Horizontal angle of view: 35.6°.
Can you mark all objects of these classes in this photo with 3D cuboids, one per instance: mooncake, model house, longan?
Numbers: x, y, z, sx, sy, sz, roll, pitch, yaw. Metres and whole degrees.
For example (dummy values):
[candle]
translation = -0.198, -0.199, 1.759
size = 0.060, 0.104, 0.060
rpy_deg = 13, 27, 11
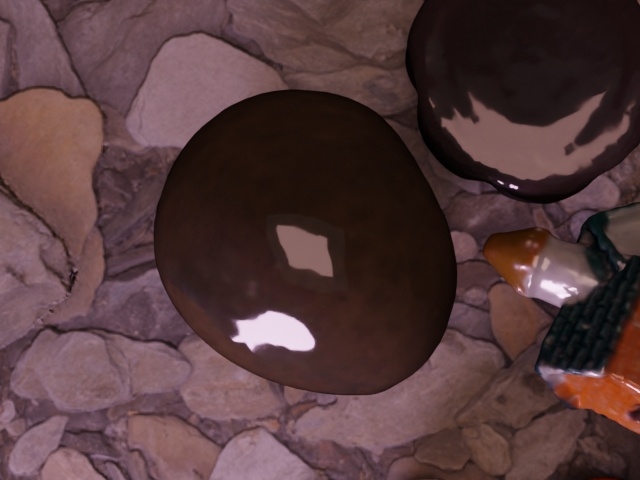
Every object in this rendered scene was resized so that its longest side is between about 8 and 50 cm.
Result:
[mooncake]
translation = 0.198, -0.155, 0.950
size = 0.244, 0.133, 0.245
rpy_deg = 0, 88, 3
[model house]
translation = 0.285, 0.078, 0.902
size = 0.300, 0.190, 0.271
rpy_deg = 25, 66, 15
[longan]
translation = 0.000, 0.000, 0.908
size = 0.300, 0.243, 0.300
rpy_deg = 10, 72, -30

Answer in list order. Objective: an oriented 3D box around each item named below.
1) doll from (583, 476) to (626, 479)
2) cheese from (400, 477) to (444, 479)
[doll]
translation = 0.258, 0.308, 0.961
size = 0.183, 0.085, 0.217
rpy_deg = 26, 105, 9
[cheese]
translation = 0.119, 0.363, 0.956
size = 0.163, 0.070, 0.249
rpy_deg = 10, 100, 28
